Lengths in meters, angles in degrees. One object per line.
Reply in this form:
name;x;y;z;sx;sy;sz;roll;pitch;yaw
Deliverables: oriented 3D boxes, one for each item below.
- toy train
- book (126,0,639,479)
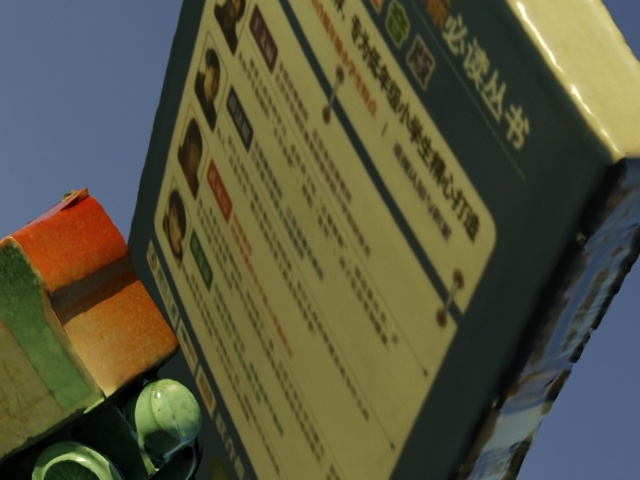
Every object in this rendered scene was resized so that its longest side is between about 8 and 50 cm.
toy train;-0.122;0.071;0.675;0.176;0.074;0.118;-31;-89;33
book;0.000;0.000;0.796;0.300;0.039;0.428;64;-29;32
